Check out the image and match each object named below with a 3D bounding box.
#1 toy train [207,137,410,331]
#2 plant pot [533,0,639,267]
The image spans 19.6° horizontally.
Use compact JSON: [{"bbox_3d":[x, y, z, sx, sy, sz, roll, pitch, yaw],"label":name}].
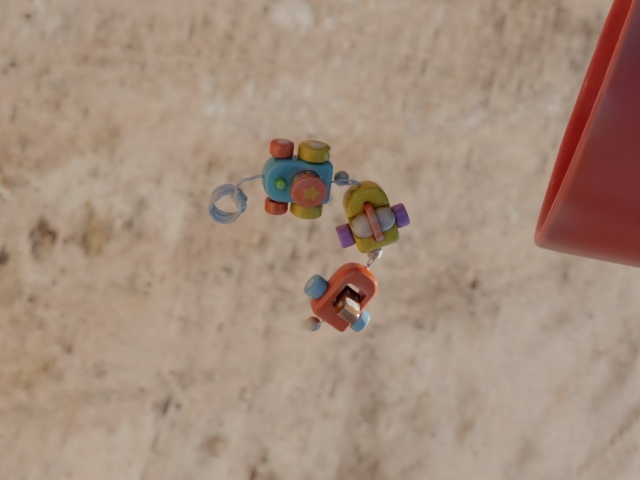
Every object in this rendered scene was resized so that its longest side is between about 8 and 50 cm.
[{"bbox_3d":[0.000,0.000,1.420,0.125,0.046,0.166,-45,114,8],"label":"toy train"},{"bbox_3d":[0.323,-0.082,1.437,0.275,0.243,0.275,20,90,-88],"label":"plant pot"}]
